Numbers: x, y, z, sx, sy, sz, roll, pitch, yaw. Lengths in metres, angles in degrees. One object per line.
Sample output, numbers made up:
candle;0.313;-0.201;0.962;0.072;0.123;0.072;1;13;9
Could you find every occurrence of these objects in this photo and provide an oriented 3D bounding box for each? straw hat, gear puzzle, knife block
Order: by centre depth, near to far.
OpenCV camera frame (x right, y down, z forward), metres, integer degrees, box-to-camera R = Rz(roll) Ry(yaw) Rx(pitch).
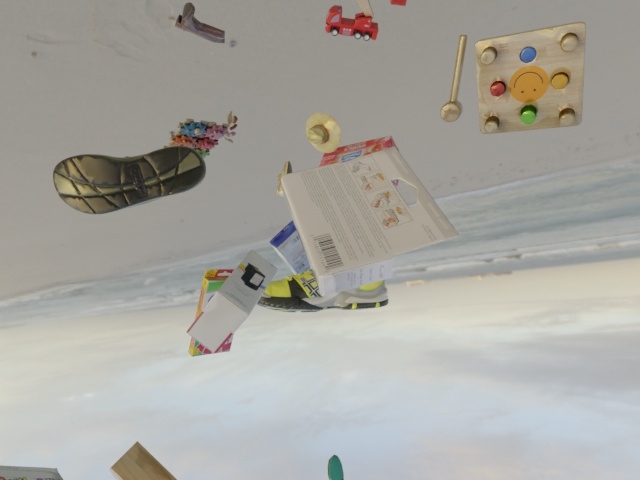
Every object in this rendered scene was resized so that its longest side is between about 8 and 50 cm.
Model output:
knife block;-0.389;0.671;1.147;0.242;0.275;0.088;4;-148;34
straw hat;-0.009;-0.348;1.471;0.145;0.144;0.061;-12;-165;43
gear puzzle;-0.467;-0.324;1.597;0.176;0.044;0.339;-3;163;-39

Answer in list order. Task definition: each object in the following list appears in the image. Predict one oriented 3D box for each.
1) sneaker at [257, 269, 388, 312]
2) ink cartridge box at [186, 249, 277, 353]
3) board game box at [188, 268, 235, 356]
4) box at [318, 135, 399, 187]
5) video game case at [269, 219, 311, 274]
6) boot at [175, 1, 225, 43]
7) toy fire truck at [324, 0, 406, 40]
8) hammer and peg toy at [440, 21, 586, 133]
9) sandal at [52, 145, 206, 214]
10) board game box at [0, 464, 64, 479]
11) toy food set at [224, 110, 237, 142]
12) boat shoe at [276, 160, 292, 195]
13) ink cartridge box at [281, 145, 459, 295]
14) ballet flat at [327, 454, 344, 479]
sneaker;-0.008;0.123;1.242;0.385;0.147;0.145;-1;169;-8
ink cartridge box;-0.169;0.115;0.877;0.127;0.072;0.175;-50;-174;26
board game box;-0.293;0.206;1.279;0.124;0.259;0.039;3;-165;-42
box;0.131;-0.241;1.486;0.257;0.128;0.122;-5;139;32
video game case;0.000;0.000;1.449;0.061;0.269;0.244;34;163;48
boot;-0.263;-0.495;1.027;0.114;0.037;0.106;12;177;-33
toy fire truck;0.114;-0.593;1.150;0.192;0.047;0.135;7;141;-5
hammer and peg toy;0.493;-0.418;1.187;0.362;0.265;0.127;2;-148;27
sandal;-0.384;-0.123;0.916;0.303;0.120;0.086;-7;-171;-5
board game box;-0.263;0.342;0.377;0.275;0.142;0.144;27;164;31
toy food set;-0.381;-0.480;1.891;0.019;0.122;0.078;11;175;31
boat shoe;-0.130;-0.218;1.571;0.045;0.135;0.050;-1;157;18
ink cartridge box;0.082;-0.052;0.880;0.261;0.296;0.066;-15;137;-8
ballet flat;0.051;0.800;1.475;0.057;0.168;0.052;-3;156;-21
